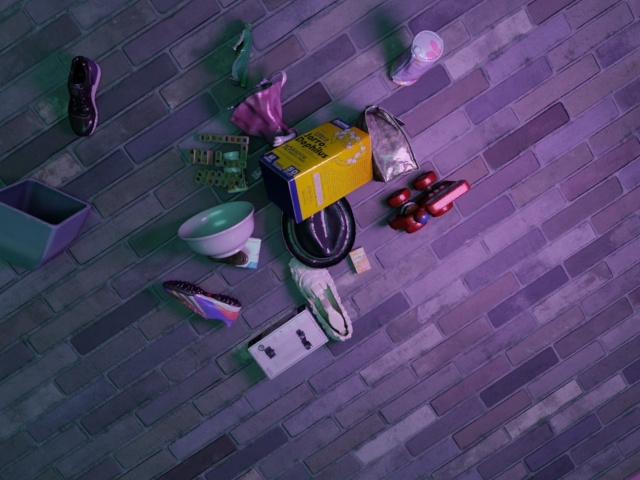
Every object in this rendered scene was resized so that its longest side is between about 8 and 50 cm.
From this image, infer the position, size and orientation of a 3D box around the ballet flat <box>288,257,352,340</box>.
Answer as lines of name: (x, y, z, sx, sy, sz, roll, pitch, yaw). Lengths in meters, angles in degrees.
ballet flat: (0.017, 0.234, 1.848, 0.147, 0.147, 0.409, -32, 99, 0)

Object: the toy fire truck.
toy fire truck: (0.404, -0.141, 1.770, 0.302, 0.254, 0.169, -34, 99, 0)

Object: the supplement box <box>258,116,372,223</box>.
supplement box: (-0.010, -0.258, 1.639, 0.357, 0.194, 0.195, -32, 139, -22)

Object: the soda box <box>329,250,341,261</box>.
soda box: (0.000, 0.000, 1.851, 0.181, 0.058, 0.061, 44, 92, -8)

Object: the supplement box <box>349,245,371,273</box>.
supplement box: (0.161, 0.081, 1.887, 0.062, 0.036, 0.098, -24, 99, -2)

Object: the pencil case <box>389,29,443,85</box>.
pencil case: (0.347, -0.665, 1.689, 0.124, 0.273, 0.113, -17, 92, -10)

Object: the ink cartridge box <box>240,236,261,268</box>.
ink cartridge box: (-0.289, 0.044, 1.833, 0.089, 0.052, 0.122, 9, 98, -6)

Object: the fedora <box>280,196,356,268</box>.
fedora: (0.006, -0.054, 1.740, 0.334, 0.152, 0.334, 0, 91, -11)

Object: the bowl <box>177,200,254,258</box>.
bowl: (-0.369, -0.025, 1.715, 0.298, 0.298, 0.134, -18, 115, -3)

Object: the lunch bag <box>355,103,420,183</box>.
lunch bag: (0.238, -0.375, 1.732, 0.169, 0.235, 0.287, -25, 99, 2)

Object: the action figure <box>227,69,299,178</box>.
action figure: (-0.170, -0.407, 1.751, 0.370, 0.248, 0.275, 50, 51, -19)

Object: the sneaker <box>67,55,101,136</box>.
sneaker: (-0.882, -0.525, 1.665, 0.107, 0.124, 0.283, 6, 97, -6)

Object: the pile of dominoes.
pile of dominoes: (-0.387, -0.300, 1.720, 0.251, 0.040, 0.196, 9, 100, 27)

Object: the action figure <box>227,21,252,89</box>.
action figure: (-0.293, -0.702, 1.711, 0.064, 0.137, 0.232, 13, 88, 6)

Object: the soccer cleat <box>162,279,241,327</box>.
soccer cleat: (-0.481, 0.251, 1.820, 0.318, 0.108, 0.116, 20, 99, -10)

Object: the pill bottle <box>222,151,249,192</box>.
pill bottle: (-0.331, -0.263, 1.771, 0.086, 0.086, 0.152, -10, 98, -4)

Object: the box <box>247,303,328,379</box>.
box: (-0.133, 0.414, 1.880, 0.290, 0.087, 0.169, -35, 99, 1)

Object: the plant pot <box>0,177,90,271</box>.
plant pot: (-1.044, -0.040, 1.665, 0.247, 0.248, 0.252, 26, 111, -9)

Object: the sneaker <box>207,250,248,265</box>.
sneaker: (-0.349, 0.062, 1.786, 0.188, 0.071, 0.066, 8, 85, 26)
